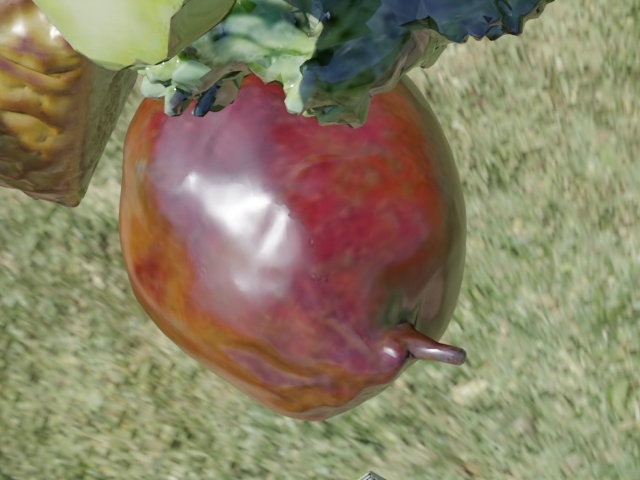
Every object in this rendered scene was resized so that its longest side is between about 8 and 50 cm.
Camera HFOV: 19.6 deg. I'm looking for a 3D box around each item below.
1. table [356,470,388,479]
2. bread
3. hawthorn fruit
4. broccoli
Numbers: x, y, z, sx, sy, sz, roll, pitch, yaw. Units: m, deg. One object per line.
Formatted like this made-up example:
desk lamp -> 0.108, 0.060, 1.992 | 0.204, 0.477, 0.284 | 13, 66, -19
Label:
table -> 0.053, 0.270, 1.674 | 0.079, 0.062, 0.083 | 31, 40, -17
bread -> -0.175, -0.142, 1.282 | 0.096, 0.222, 0.181 | 19, 56, 2
hawthorn fruit -> 0.000, 0.000, 1.060 | 0.208, 0.208, 0.248 | -40, 46, 0
broccoli -> -0.025, -0.175, 0.655 | 0.260, 0.235, 0.288 | -45, 110, -12
